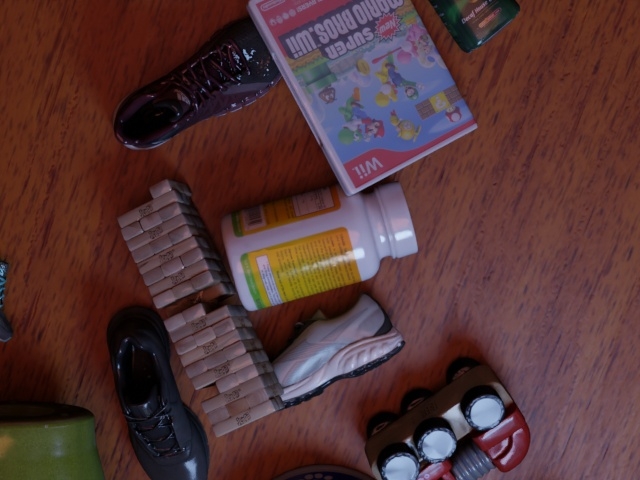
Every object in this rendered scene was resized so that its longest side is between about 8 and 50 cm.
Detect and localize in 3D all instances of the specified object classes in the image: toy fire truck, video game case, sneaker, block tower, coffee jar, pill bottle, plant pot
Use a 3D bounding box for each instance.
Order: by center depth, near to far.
[{"bbox_3d":[-0.150,-0.196,1.609,0.281,0.162,0.106,-34,100,5],"label":"sneaker"},{"bbox_3d":[0.056,-0.229,1.626,0.204,0.025,0.285,-28,91,-15],"label":"video game case"},{"bbox_3d":[0.173,-0.345,1.633,0.096,0.079,0.184,-40,99,6],"label":"coffee jar"},{"bbox_3d":[-0.426,0.399,1.647,0.366,0.366,0.353,0,89,-2],"label":"plant pot"},{"bbox_3d":[-0.160,0.089,1.655,0.097,0.091,0.335,-25,83,9],"label":"block tower"},{"bbox_3d":[0.000,0.000,1.665,0.245,0.136,0.136,-15,101,1],"label":"pill bottle"},{"bbox_3d":[-0.458,0.060,1.702,0.076,0.065,0.166,-26,102,-1],"label":"sneaker"},{"bbox_3d":[-0.232,0.240,1.709,0.109,0.130,0.286,-21,102,0],"label":"sneaker"},{"bbox_3d":[-0.021,0.165,1.728,0.271,0.100,0.108,-27,80,4],"label":"sneaker"},{"bbox_3d":[0.213,0.330,1.742,0.217,0.158,0.246,-35,112,4],"label":"toy fire truck"}]

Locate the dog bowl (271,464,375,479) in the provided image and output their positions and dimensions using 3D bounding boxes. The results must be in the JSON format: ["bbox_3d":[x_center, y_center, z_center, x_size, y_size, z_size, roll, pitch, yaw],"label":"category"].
[{"bbox_3d":[0.004,0.463,1.772,0.264,0.104,0.265,0,101,-1],"label":"dog bowl"}]
